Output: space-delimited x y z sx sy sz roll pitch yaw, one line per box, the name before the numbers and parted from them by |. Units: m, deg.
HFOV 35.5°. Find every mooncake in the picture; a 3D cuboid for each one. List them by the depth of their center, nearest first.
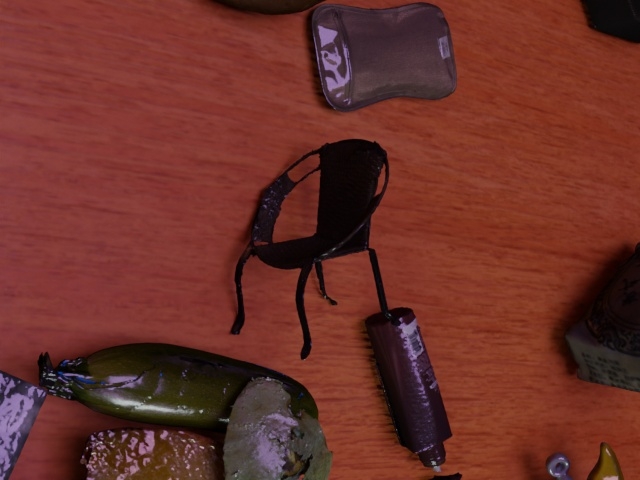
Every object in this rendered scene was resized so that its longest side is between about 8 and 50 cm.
mooncake | 0.490 0.101 1.369 0.250 0.254 0.136 -41 123 -32

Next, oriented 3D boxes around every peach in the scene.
peach | -0.156 0.281 1.011 0.189 0.068 0.279 -47 118 -25

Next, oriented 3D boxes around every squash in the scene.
squash | -0.137 0.153 1.019 0.331 0.087 0.087 16 80 -36

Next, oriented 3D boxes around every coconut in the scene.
coconut | -0.043 0.229 1.012 0.133 0.055 0.158 -52 121 -21

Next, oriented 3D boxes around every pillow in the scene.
pillow | 0.082 -0.229 1.218 0.217 0.033 0.130 -13 94 -35

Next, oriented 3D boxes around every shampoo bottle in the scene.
shampoo bottle | 0.117 0.197 1.213 0.068 0.067 0.237 -22 102 -24

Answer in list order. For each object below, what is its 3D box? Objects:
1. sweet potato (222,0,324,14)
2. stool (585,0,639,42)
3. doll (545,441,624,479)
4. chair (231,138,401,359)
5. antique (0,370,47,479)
sweet potato | -0.037 -0.313 1.100 0.310 0.098 0.124 -19 78 -33
stool | 0.485 -0.405 1.445 0.232 0.141 0.232 1 89 -36
doll | 0.363 0.423 1.364 0.316 0.145 0.103 66 24 -21
chair | 0.000 0.000 1.076 0.149 0.174 0.213 -8 104 -39
antique | -0.328 0.197 0.880 0.086 0.088 0.183 31 71 -30
